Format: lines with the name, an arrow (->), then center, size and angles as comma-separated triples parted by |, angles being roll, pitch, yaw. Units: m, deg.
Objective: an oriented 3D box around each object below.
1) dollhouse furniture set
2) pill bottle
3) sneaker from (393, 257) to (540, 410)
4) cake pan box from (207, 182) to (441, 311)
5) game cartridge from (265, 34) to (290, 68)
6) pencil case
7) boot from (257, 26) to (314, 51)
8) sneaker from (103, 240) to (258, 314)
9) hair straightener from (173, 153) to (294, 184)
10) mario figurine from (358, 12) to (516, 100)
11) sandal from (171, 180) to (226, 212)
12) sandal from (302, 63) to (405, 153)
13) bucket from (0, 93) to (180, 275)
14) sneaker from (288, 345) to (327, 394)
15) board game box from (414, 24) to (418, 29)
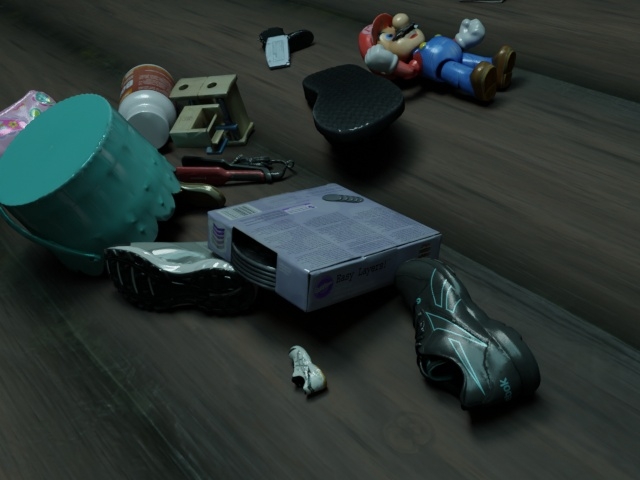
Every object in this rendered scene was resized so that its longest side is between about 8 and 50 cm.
dollhouse furniture set -> -0.232, -0.216, 1.556 | 0.129, 0.129, 0.183 | 0, 45, 19
pill bottle -> -0.365, -0.279, 1.686 | 0.121, 0.121, 0.216 | -15, 35, 0
sneaker -> 0.156, 0.111, 1.007 | 0.106, 0.101, 0.267 | -28, 38, -14
cake pan box -> 0.000, 0.000, 1.167 | 0.267, 0.070, 0.246 | -16, 29, -39
game cartridge -> -0.101, -0.442, 1.872 | 0.056, 0.017, 0.083 | -6, 68, 6
pencil case -> -0.694, -0.217, 1.721 | 0.124, 0.124, 0.284 | 21, 48, 39
boot -> -0.087, -0.492, 1.940 | 0.121, 0.045, 0.099 | -27, 41, -6
sneaker -> -0.211, 0.047, 1.235 | 0.272, 0.100, 0.108 | 7, 31, 17
hair straightener -> -0.157, -0.146, 1.500 | 0.231, 0.047, 0.089 | -2, 38, 16
mario figurine -> 0.214, -0.386, 1.580 | 0.321, 0.170, 0.198 | 22, 8, 30
sandal -> -0.257, -0.074, 1.433 | 0.180, 0.072, 0.049 | 8, 63, 21
sandal -> 0.066, -0.248, 1.534 | 0.168, 0.107, 0.445 | -16, 23, 0
bucket -> -0.398, -0.098, 1.345 | 0.281, 0.183, 0.281 | -18, 46, 20
sneaker -> -0.026, 0.170, 1.048 | 0.037, 0.031, 0.083 | -27, 37, -17
board game box -> 0.172, -0.468, 1.841 | 0.090, 0.020, 0.090 | 4, 39, 23
